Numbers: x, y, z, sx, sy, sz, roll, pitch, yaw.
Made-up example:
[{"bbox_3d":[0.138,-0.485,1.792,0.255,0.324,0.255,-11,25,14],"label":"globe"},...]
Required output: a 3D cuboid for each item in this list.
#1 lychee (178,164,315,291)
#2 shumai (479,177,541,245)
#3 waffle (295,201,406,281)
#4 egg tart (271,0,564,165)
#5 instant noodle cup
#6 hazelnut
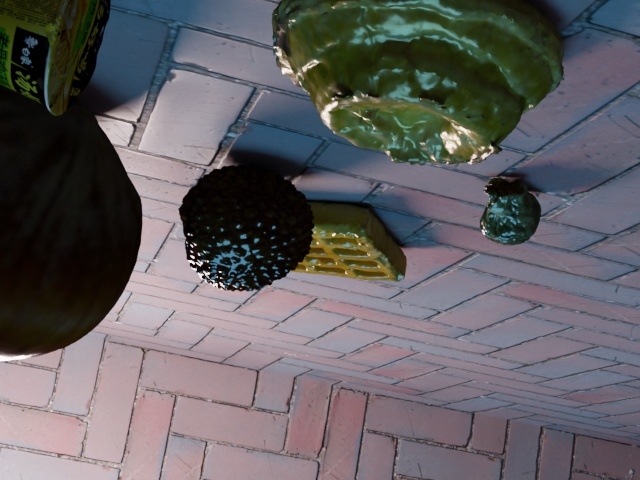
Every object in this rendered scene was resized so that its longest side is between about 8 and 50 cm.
[{"bbox_3d":[-0.096,-0.016,1.584,0.188,0.188,0.188,9,165,2],"label":"lychee"},{"bbox_3d":[0.243,-0.040,1.479,0.083,0.082,0.080,-13,166,-7],"label":"shumai"},{"bbox_3d":[0.000,0.000,1.805,0.221,0.055,0.248,4,163,19],"label":"waffle"},{"bbox_3d":[0.083,-0.148,1.099,0.290,0.115,0.290,10,164,3],"label":"egg tart"},{"bbox_3d":[-0.272,-0.200,1.078,0.122,0.151,0.151,16,165,2],"label":"instant noodle cup"},{"bbox_3d":[-0.407,-0.025,1.434,0.359,0.359,0.409,-4,168,42],"label":"hazelnut"}]
